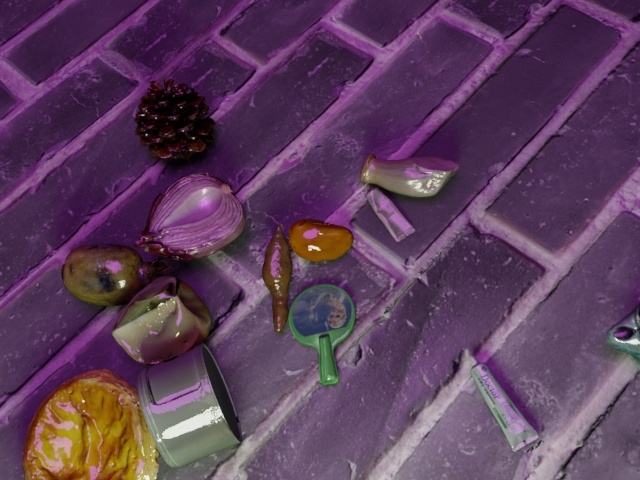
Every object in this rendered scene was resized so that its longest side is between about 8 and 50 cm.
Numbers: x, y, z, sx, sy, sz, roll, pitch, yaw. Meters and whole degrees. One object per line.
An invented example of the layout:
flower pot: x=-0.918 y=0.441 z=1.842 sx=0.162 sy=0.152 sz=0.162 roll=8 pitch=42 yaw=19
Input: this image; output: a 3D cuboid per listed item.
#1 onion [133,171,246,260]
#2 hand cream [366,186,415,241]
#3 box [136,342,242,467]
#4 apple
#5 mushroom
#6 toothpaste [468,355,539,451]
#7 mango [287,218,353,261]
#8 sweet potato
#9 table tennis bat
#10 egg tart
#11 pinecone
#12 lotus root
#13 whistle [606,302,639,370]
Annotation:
onion: x=-0.331 y=-0.035 z=1.834 sx=0.284 sy=0.120 sz=0.227 roll=-29 pitch=58 yaw=-17
hand cream: x=0.168 y=-0.071 z=1.840 sx=0.057 sy=0.037 sz=0.165 roll=-32 pitch=69 yaw=-10
box: x=-0.276 y=0.350 z=1.554 sx=0.149 sy=0.226 sz=0.226 roll=-22 pitch=60 yaw=-4
apple: x=-0.362 y=0.191 z=1.691 sx=0.188 sy=0.174 sz=0.207 roll=-39 pitch=64 yaw=9
mushroom: x=0.221 y=-0.164 z=1.845 sx=0.247 sy=0.096 sz=0.108 roll=4 pitch=84 yaw=14
toothpaste: x=0.381 y=0.342 z=1.571 sx=0.064 sy=0.041 sz=0.218 roll=-31 pitch=63 yaw=3
mango: x=-0.002 y=-0.002 z=1.792 sx=0.160 sy=0.084 sz=0.105 roll=2 pitch=67 yaw=10
sweet potato: x=-0.104 y=0.094 z=1.764 sx=0.075 sy=0.075 sz=0.269 roll=-4 pitch=71 yaw=6
table tennis bat: x=0.008 y=0.213 z=1.700 sx=0.161 sy=0.039 sz=0.257 roll=-10 pitch=58 yaw=5
egg tart: x=-0.482 y=0.448 z=1.575 sx=0.342 sy=0.132 sz=0.341 roll=-8 pitch=64 yaw=16
pinecone: x=-0.398 y=-0.329 z=1.967 sx=0.222 sy=0.221 sz=0.221 roll=-4 pitch=61 yaw=6
lotus root: x=-0.495 y=0.085 z=1.780 sx=0.278 sy=0.154 sz=0.154 roll=2 pitch=61 yaw=8
whistle: x=0.812 y=0.214 z=1.502 sx=0.405 sy=0.168 sz=0.188 roll=22 pitch=66 yaw=19
